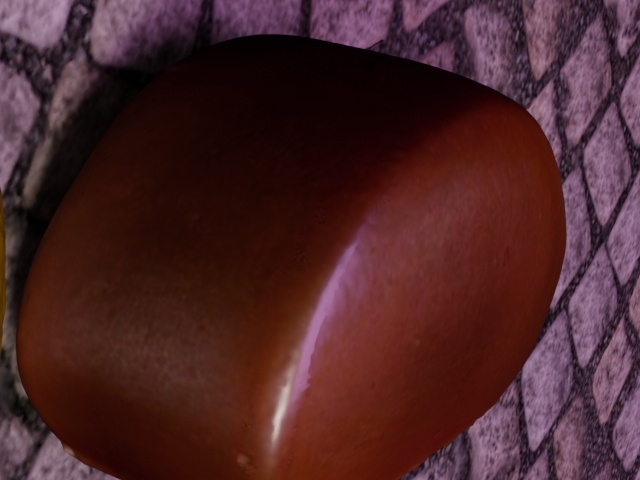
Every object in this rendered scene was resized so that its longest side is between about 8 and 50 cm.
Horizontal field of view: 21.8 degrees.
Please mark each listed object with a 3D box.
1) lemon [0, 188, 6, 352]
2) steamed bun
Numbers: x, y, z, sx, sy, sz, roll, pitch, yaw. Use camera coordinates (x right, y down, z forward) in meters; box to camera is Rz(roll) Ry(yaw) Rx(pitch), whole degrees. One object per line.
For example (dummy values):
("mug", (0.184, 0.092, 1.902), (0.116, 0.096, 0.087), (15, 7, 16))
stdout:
("lemon", (-0.250, -0.010, 0.592), (0.285, 0.285, 0.316), (-52, 164, -34))
("steamed bun", (0.000, 0.000, 1.047), (0.379, 0.235, 0.248), (-26, 130, -51))
